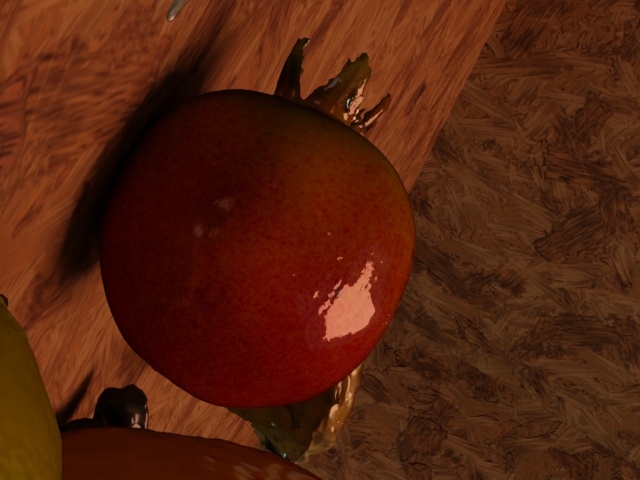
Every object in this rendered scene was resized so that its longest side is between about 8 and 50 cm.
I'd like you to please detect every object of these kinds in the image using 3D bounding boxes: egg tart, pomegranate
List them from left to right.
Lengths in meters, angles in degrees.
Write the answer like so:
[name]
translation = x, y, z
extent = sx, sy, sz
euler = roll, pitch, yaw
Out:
[egg tart]
translation = -0.049, 0.066, 1.470
extent = 0.295, 0.116, 0.295
euler = -179, -90, -71
[pomegranate]
translation = -0.033, -0.012, 1.079
extent = 0.221, 0.220, 0.257
euler = 64, 50, -83

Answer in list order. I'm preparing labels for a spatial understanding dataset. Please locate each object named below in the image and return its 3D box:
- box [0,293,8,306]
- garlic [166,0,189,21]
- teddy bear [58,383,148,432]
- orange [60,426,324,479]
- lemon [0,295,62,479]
[box]
translation = -0.213, 0.069, 0.824
extent = 0.091, 0.031, 0.126
euler = -61, 173, 17
[garlic]
translation = -0.028, -0.187, 0.892
extent = 0.152, 0.066, 0.084
euler = -60, 176, -13
[teddy bear]
translation = -0.205, 0.252, 1.294
extent = 0.171, 0.144, 0.251
euler = -9, 128, -63
[orange]
translation = -0.124, 0.253, 0.769
extent = 0.424, 0.423, 0.326
euler = 105, -22, -69
[lemon]
translation = -0.178, 0.091, 0.541
extent = 0.248, 0.184, 0.184
euler = -52, 171, -42
